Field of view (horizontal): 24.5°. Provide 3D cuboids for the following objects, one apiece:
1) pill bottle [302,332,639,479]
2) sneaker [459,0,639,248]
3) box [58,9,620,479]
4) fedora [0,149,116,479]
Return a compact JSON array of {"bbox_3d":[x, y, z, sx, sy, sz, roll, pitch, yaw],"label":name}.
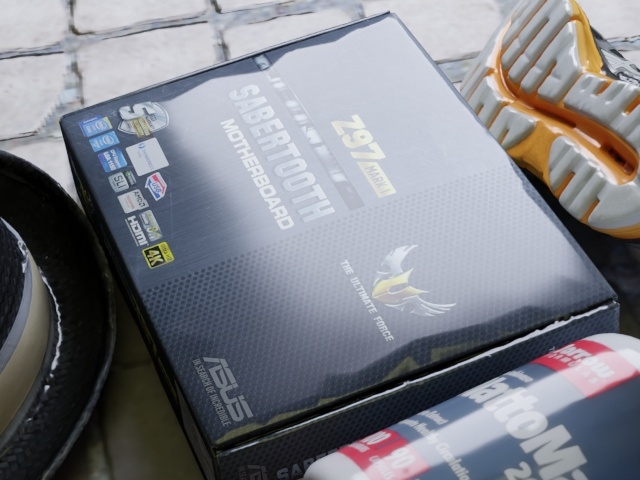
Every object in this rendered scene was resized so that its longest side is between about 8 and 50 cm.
[{"bbox_3d":[0.094,0.096,0.541,0.180,0.108,0.108,-23,48,-16],"label":"pill bottle"},{"bbox_3d":[0.133,-0.052,0.706,0.083,0.084,0.215,26,22,-29],"label":"sneaker"},{"bbox_3d":[0.000,0.000,0.677,0.183,0.059,0.233,-18,47,-13],"label":"box"},{"bbox_3d":[-0.260,0.022,0.620,0.334,0.152,0.334,-3,45,3],"label":"fedora"}]
